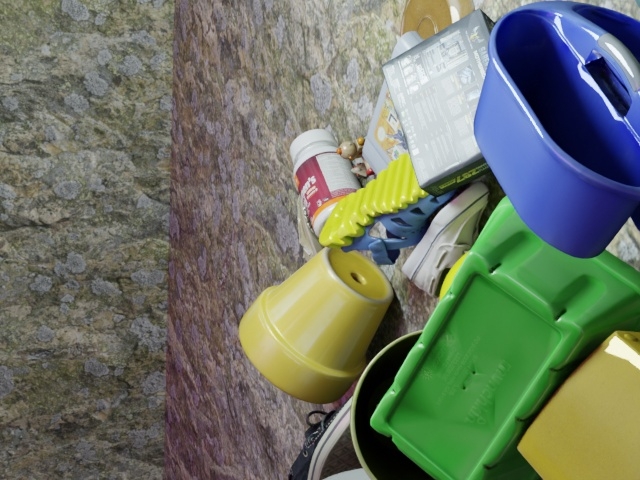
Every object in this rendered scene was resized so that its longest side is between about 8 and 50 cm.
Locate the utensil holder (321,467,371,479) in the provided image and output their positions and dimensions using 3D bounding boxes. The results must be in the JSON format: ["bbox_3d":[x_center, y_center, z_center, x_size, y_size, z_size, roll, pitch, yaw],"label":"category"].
[{"bbox_3d":[0.135,0.593,1.691,0.328,0.328,0.385,-173,80,-68],"label":"utensil holder"}]

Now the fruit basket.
[{"bbox_3d":[0.259,0.128,1.408,0.283,0.392,0.392,38,136,21],"label":"fruit basket"}]

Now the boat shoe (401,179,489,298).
[{"bbox_3d":[0.217,0.006,1.686,0.088,0.096,0.267,47,140,13],"label":"boat shoe"}]

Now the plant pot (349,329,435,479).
[{"bbox_3d":[0.162,0.288,1.693,0.293,0.275,0.274,133,130,-79],"label":"plant pot"}]

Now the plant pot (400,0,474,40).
[{"bbox_3d":[0.189,-0.340,1.755,0.236,0.032,0.236,176,90,-68],"label":"plant pot"}]

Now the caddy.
[{"bbox_3d":[0.323,-0.143,1.195,0.179,0.241,0.341,101,154,-48],"label":"caddy"}]

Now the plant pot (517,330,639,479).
[{"bbox_3d":[0.389,0.219,1.173,0.212,0.212,0.187,51,128,55],"label":"plant pot"}]

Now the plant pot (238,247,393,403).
[{"bbox_3d":[0.009,0.147,2.015,0.239,0.254,0.254,-52,42,26],"label":"plant pot"}]

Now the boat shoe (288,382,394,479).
[{"bbox_3d":[0.048,0.400,2.034,0.500,0.187,0.156,113,149,-43],"label":"boat shoe"}]

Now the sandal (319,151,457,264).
[{"bbox_3d":[0.136,-0.047,1.743,0.317,0.138,0.126,-31,31,54],"label":"sandal"}]

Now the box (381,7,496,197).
[{"bbox_3d":[0.208,-0.207,1.575,0.183,0.059,0.232,-28,63,26],"label":"box"}]

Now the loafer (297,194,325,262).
[{"bbox_3d":[0.000,0.000,2.194,0.092,0.102,0.268,-35,62,58],"label":"loafer"}]

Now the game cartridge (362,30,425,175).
[{"bbox_3d":[0.165,-0.179,1.763,0.198,0.062,0.297,60,151,32],"label":"game cartridge"}]

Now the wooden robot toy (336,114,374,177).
[{"bbox_3d":[0.073,-0.171,2.010,0.173,0.079,0.076,120,140,-55],"label":"wooden robot toy"}]

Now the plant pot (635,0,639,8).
[{"bbox_3d":[0.411,-0.275,0.945,0.255,0.272,0.271,-142,50,-79],"label":"plant pot"}]

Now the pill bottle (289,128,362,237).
[{"bbox_3d":[0.015,-0.113,2.108,0.121,0.121,0.221,111,147,-47],"label":"pill bottle"}]
